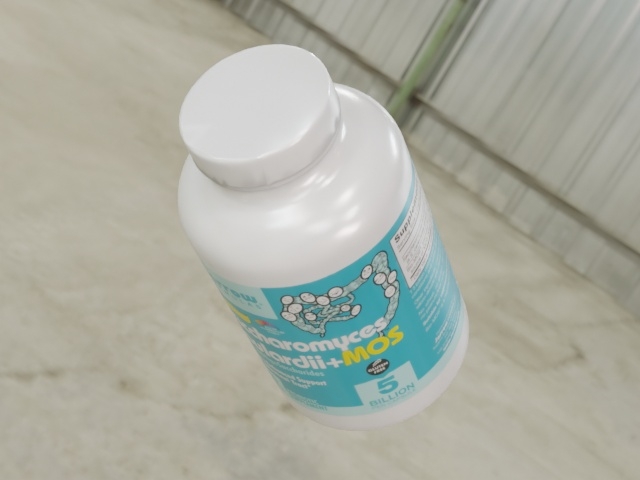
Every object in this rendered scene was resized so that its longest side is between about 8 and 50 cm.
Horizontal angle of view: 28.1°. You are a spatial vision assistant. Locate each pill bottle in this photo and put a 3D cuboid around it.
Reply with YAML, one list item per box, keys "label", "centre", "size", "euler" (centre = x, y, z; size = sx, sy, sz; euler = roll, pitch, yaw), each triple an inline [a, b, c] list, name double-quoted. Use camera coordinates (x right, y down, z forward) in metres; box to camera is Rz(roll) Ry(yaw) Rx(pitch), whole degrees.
- label: "pill bottle"
  centre: [0.000, 0.000, 0.819]
  size: [0.146, 0.146, 0.264]
  euler: [46, -12, 41]
